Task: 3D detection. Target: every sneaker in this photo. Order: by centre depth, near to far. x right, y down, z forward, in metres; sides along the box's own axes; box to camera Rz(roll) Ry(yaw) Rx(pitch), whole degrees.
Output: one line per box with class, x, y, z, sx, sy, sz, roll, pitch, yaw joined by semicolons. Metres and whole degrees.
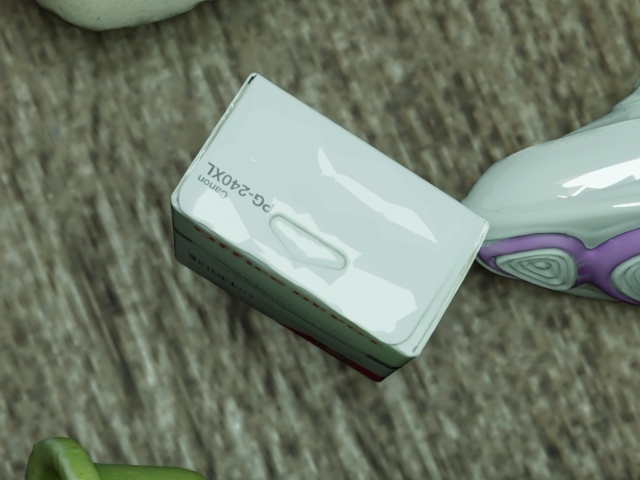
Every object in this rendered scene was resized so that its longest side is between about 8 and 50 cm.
sneaker;0.193;-0.066;0.848;0.305;0.114;0.152;-17;69;-10

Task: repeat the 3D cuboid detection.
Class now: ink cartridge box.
ink cartridge box;0.000;0.000;0.788;0.109;0.150;0.063;32;81;1

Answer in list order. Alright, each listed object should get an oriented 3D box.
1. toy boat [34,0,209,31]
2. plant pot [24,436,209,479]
toy boat;-0.004;-0.191;0.834;0.318;0.148;0.267;16;76;6
plant pot;0.036;0.194;0.724;0.254;0.276;0.276;-6;82;-16
